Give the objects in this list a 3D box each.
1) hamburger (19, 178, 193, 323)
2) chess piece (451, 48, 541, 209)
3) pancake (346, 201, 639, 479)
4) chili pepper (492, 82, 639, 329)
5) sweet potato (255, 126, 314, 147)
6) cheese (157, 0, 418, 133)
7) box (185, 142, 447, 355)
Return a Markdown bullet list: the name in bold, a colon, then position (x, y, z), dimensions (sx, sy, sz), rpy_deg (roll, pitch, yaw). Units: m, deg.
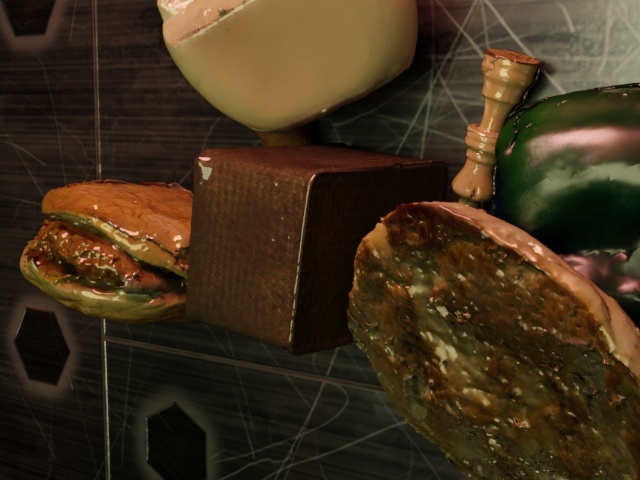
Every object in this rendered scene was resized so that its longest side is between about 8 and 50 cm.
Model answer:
- **hamburger**: position (-0.203, 0.017, 1.209), dimensions (0.259, 0.283, 0.144), rpy_deg (27, 102, 37)
- **chess piece**: position (0.176, -0.108, 1.064), dimensions (0.060, 0.060, 0.172), rpy_deg (25, 112, 31)
- **pancake**: position (0.156, 0.120, 0.889), dimensions (0.356, 0.065, 0.356), rpy_deg (32, 141, 31)
- **chili pepper**: position (0.285, -0.021, 0.900), dimensions (0.257, 0.233, 0.248), rpy_deg (-5, 109, 29)
- **sweet potato**: position (-0.044, -0.125, 1.216), dimensions (0.068, 0.068, 0.226), rpy_deg (-34, 63, 34)
- **cheese**: position (-0.032, -0.239, 1.085), dimensions (0.266, 0.127, 0.233), rpy_deg (-24, 121, 22)
- **box**: position (0.002, 0.000, 1.066), dimensions (0.143, 0.273, 0.184), rpy_deg (12, 103, 33)
